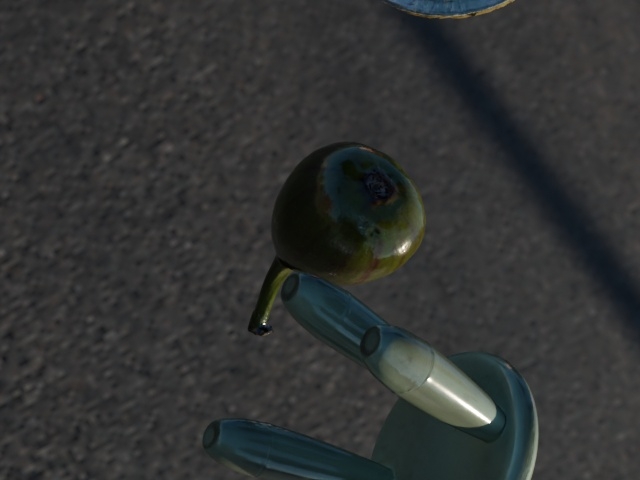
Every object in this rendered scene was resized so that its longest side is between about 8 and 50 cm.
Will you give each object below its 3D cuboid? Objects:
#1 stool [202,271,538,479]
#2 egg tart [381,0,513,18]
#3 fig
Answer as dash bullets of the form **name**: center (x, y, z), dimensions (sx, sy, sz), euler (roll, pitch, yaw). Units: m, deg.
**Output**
- **stool**: center (0.048, 0.154, 1.534), dimensions (0.199, 0.195, 0.195), euler (28, 2, -34)
- **egg tart**: center (0.124, -0.322, 1.810), dimensions (0.094, 0.234, 0.234), euler (66, 7, -67)
- **fig**: center (0.000, 0.000, 1.980), dimensions (0.151, 0.259, 0.151), euler (16, 55, -25)
